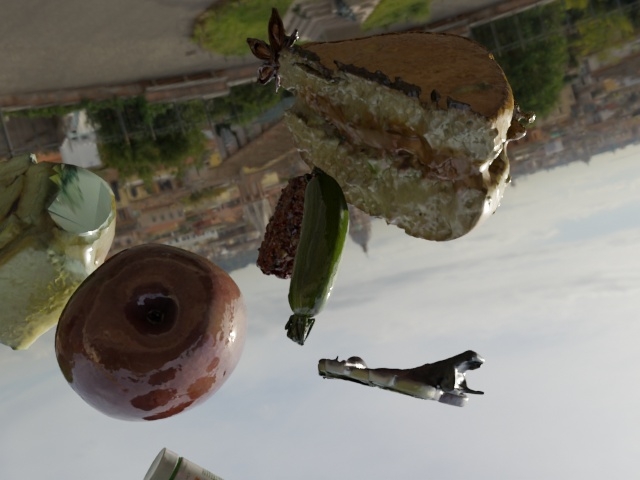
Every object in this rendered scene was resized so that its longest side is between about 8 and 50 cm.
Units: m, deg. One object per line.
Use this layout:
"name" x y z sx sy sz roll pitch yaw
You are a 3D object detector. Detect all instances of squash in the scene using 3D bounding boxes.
"squash" 0.001 -0.001 0.906 0.071 0.319 0.080 17 140 -12

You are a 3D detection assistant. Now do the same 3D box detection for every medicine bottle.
"medicine bottle" -0.222 0.452 1.121 0.086 0.183 0.086 -54 -168 16

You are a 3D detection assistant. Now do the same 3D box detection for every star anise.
"star anise" -0.096 -0.410 1.342 0.053 0.157 0.212 -27 178 -41

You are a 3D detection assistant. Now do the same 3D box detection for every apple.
"apple" -0.265 0.140 1.010 0.305 0.306 0.235 -17 157 -22

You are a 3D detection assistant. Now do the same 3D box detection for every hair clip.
"hair clip" 0.085 0.150 0.689 0.187 0.056 0.146 -5 162 29

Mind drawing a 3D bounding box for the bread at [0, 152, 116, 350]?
"bread" -0.588 0.004 1.340 0.263 0.395 0.239 -26 142 19

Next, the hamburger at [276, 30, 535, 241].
"hamburger" 0.158 -0.190 1.013 0.286 0.268 0.445 -28 -141 -28

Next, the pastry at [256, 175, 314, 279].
"pastry" -0.045 -0.019 1.154 0.097 0.209 0.115 19 -154 -15
